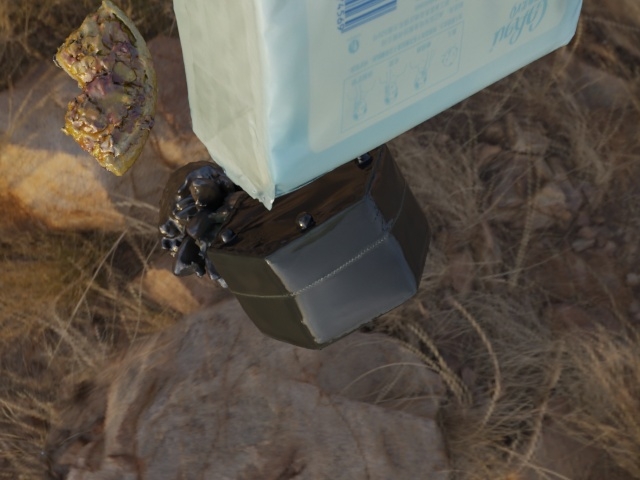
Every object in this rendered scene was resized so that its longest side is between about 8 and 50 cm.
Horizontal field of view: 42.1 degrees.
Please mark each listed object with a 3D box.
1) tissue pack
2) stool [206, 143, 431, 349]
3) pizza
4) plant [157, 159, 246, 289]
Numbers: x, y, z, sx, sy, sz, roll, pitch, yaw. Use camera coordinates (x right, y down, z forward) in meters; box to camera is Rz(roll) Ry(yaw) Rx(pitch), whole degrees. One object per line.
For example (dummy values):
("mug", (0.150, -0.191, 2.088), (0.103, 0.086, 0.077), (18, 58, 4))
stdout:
("tissue pack", (0.045, -0.153, 0.447), (0.263, 0.177, 0.089), (-32, 51, -30))
("stool", (0.000, 0.000, 0.913), (0.232, 0.232, 0.141), (-44, 117, -23))
("pizza", (-0.342, -0.249, 1.337), (0.161, 0.085, 0.305), (-4, 77, -17))
("plant", (-0.160, -0.024, 1.367), (0.194, 0.321, 0.182), (19, 102, -22))
